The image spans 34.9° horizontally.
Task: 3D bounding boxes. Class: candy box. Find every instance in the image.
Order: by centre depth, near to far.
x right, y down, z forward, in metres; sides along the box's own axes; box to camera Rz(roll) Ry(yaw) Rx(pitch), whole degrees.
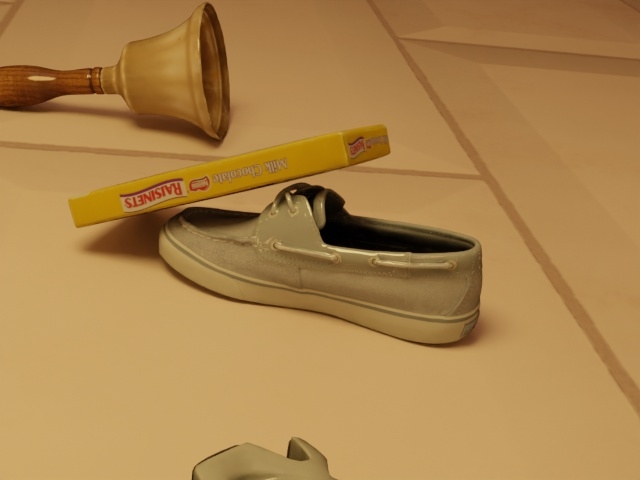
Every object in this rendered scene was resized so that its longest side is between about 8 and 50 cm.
[{"bbox_3d":[-0.062,-0.046,0.713,0.206,0.027,0.105,-11,7,21],"label":"candy box"}]

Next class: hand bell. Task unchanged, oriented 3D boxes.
[{"bbox_3d":[-0.215,-0.147,0.948,0.242,0.126,0.126,-4,25,6],"label":"hand bell"}]

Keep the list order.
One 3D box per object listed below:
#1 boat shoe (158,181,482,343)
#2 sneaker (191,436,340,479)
[{"bbox_3d":[0.000,0.001,0.685,0.228,0.081,0.079,14,26,13],"label":"boat shoe"},{"bbox_3d":[-0.060,0.161,0.284,0.146,0.122,0.331,25,31,36],"label":"sneaker"}]
